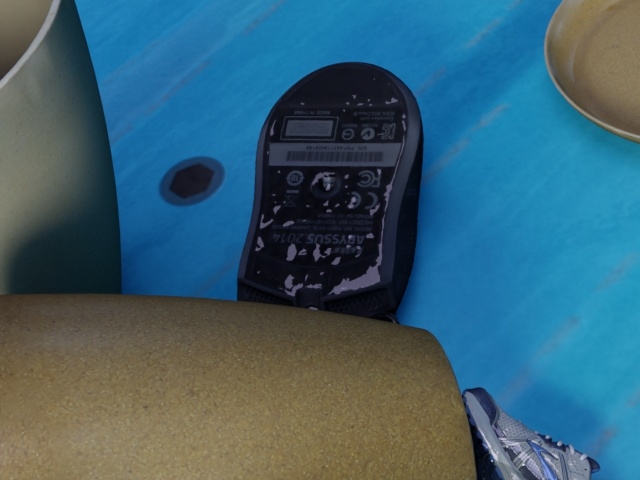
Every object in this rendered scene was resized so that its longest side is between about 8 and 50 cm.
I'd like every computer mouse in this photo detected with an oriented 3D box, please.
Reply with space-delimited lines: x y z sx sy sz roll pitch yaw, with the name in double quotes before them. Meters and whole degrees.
"computer mouse" 0.000 0.000 0.835 0.189 0.072 0.272 6 63 20

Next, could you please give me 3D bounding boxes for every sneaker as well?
"sneaker" 0.127 0.136 0.685 0.058 0.052 0.135 -21 53 -15

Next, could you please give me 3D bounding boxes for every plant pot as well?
"plant pot" -0.054 0.126 0.648 0.254 0.237 0.237 -9 45 -11
"plant pot" 0.288 -0.145 0.893 0.236 0.032 0.236 -9 48 10
"plant pot" -0.240 -0.030 0.790 0.257 0.274 0.256 -9 46 10
